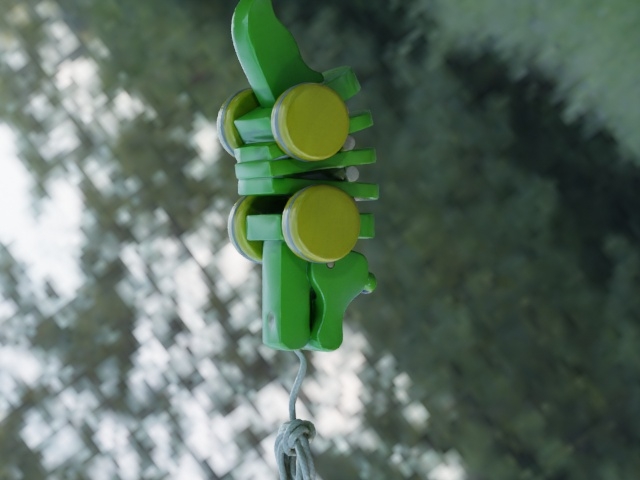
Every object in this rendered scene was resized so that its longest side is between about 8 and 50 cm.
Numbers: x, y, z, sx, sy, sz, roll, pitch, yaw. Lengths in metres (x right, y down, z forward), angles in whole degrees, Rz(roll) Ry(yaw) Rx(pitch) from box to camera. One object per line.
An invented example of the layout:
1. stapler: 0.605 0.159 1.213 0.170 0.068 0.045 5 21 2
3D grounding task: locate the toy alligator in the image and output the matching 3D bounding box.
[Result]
1. toy alligator: 0.000 0.000 0.730 0.056 0.051 0.189 0 97 61
